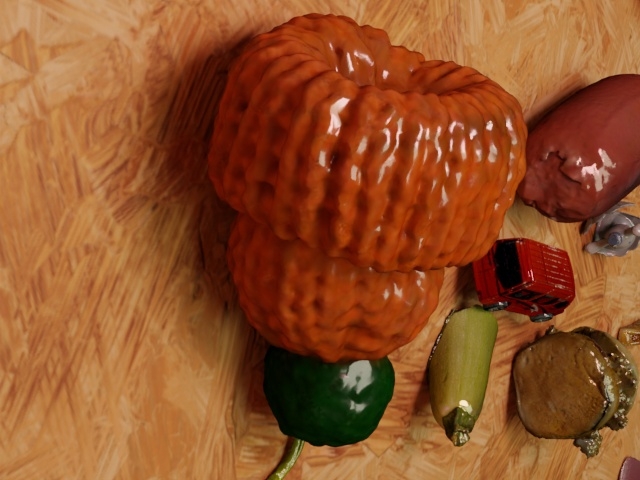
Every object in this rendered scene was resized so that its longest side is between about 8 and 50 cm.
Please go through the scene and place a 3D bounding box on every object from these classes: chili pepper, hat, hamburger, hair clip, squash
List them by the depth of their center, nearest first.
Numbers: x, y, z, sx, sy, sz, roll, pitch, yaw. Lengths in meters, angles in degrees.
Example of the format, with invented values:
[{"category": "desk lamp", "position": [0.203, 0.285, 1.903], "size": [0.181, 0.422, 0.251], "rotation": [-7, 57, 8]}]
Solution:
[{"category": "hat", "position": [0.000, 0.000, 1.027], "size": [0.285, 0.285, 0.400], "rotation": [-9, 133, -48]}, {"category": "chili pepper", "position": [-0.034, 0.223, 1.155], "size": [0.030, 0.017, 0.083], "rotation": [45, 66, -44]}, {"category": "squash", "position": [0.163, 0.173, 1.334], "size": [0.200, 0.075, 0.090], "rotation": [-69, 164, -44]}, {"category": "hamburger", "position": [0.353, 0.203, 1.501], "size": [0.131, 0.159, 0.185], "rotation": [2, 78, -53]}, {"category": "hair clip", "position": [0.541, 0.410, 1.879], "size": [0.137, 0.022, 0.054], "rotation": [42, 64, -46]}]

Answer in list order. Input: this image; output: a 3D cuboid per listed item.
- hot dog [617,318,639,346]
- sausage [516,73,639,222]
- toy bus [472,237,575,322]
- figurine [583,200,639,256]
[{"category": "hot dog", "position": [0.507, 0.148, 1.763], "size": [0.090, 0.034, 0.030], "rotation": [-13, 108, -47]}, {"category": "sausage", "position": [0.358, -0.121, 1.431], "size": [0.279, 0.152, 0.152], "rotation": [-34, 124, -38]}, {"category": "toy bus", "position": [0.267, 0.047, 1.392], "size": [0.195, 0.089, 0.081], "rotation": [16, 62, -51]}, {"category": "figurine", "position": [0.419, -0.013, 1.588], "size": [0.082, 0.094, 0.086], "rotation": [58, 13, 5]}]
